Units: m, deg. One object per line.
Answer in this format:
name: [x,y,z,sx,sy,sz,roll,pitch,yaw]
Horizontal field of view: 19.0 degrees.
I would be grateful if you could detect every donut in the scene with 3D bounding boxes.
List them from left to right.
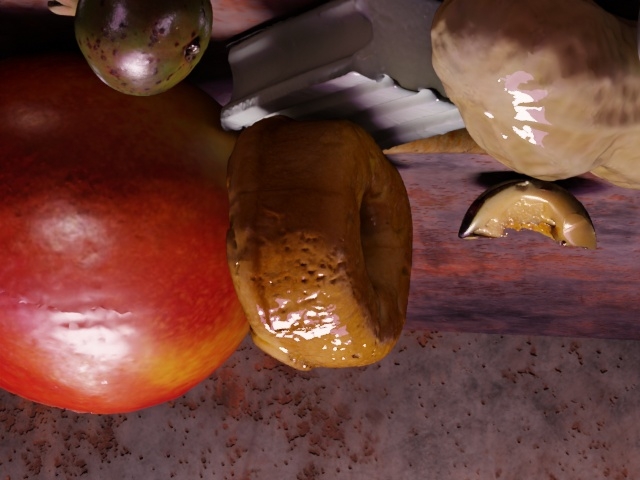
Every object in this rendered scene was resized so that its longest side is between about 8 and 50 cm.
donut: [0.000,0.002,1.605,0.114,0.226,0.226,-5,168,20]

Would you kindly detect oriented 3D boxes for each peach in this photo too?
peach: [-0.230,-0.006,1.767,0.370,0.370,0.370,3,170,1]

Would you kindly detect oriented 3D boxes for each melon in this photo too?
melon: [0.236,-0.037,2.214,0.160,0.079,0.128,4,-172,-5]

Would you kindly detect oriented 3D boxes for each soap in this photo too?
soap: [0.029,-0.141,1.636,0.150,0.094,0.261,15,167,-28]

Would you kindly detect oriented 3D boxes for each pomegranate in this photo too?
pomegranate: [-0.151,-0.175,1.479,0.142,0.114,0.114,27,-179,25]

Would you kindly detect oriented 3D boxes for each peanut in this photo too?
peanut: [0.206,-0.118,1.516,0.152,0.152,0.313,-4,169,39]

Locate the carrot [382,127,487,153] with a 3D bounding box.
carrot: [0.097,-0.113,1.858,0.298,0.078,0.078,2,172,-29]

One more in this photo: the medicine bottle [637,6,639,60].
medicine bottle: [0.337,-0.157,1.428,0.183,0.086,0.086,5,170,-10]

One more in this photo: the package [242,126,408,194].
package: [-0.023,-0.059,2.064,0.223,0.108,0.288,-1,167,14]
